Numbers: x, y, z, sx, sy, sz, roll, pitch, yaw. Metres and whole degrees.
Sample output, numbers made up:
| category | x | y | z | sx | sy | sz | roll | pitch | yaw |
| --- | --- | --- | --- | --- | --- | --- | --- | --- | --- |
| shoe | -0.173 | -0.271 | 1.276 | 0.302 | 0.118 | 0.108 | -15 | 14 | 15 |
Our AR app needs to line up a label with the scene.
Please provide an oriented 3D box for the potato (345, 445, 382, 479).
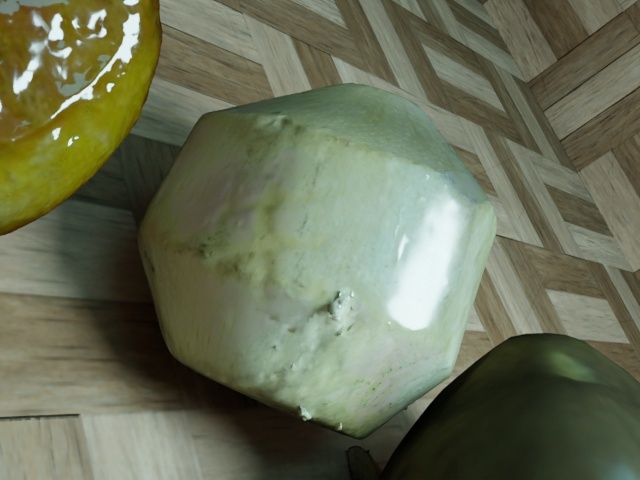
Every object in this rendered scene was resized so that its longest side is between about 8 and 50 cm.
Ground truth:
| category | x | y | z | sx | sy | sz | roll | pitch | yaw |
| --- | --- | --- | --- | --- | --- | --- | --- | --- | --- |
| potato | 0.057 | 0.264 | 0.845 | 0.036 | 0.037 | 0.093 | 33 | 35 | -39 |

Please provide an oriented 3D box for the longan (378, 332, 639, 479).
| category | x | y | z | sx | sy | sz | roll | pitch | yaw |
| --- | --- | --- | --- | --- | --- | --- | --- | --- | --- |
| longan | 0.209 | 0.282 | 0.725 | 0.404 | 0.336 | 0.405 | 4 | 90 | -77 |

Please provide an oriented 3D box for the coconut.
| category | x | y | z | sx | sy | sz | roll | pitch | yaw |
| --- | --- | --- | --- | --- | --- | --- | --- | --- | --- |
| coconut | 0.000 | 0.000 | 0.780 | 0.352 | 0.352 | 0.353 | 34 | 36 | -29 |

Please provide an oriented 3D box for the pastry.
| category | x | y | z | sx | sy | sz | roll | pitch | yaw |
| --- | --- | --- | --- | --- | --- | --- | --- | --- | --- |
| pastry | -0.279 | -0.171 | 0.582 | 0.356 | 0.356 | 0.164 | 21 | -1 | -42 |
